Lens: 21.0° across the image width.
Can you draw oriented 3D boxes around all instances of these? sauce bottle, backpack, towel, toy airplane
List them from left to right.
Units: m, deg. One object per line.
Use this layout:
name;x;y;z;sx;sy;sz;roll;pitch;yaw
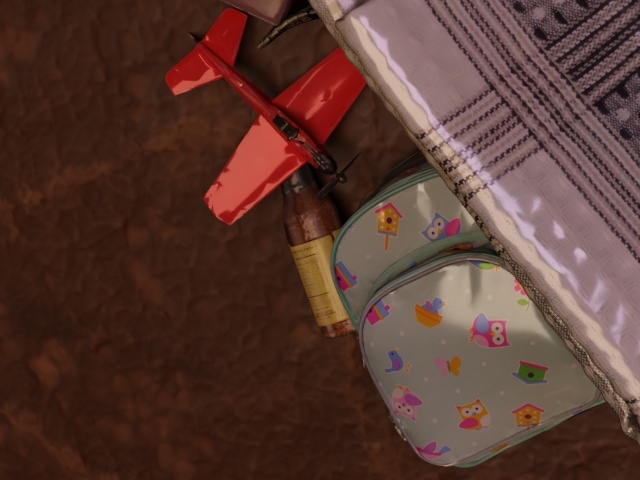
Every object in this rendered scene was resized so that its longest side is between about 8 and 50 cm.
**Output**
toy airplane;-0.036;-0.089;1.114;0.151;0.028;0.151;-1;84;13
sauce bottle;0.000;0.000;1.140;0.042;0.042;0.128;-17;92;21
backpack;0.096;0.034;1.070;0.166;0.144;0.188;-28;94;28
towel;0.184;-0.108;0.911;0.312;0.056;0.324;-37;89;-19

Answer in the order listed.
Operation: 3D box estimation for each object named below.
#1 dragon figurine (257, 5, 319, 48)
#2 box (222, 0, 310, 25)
dragon figurine;0.101;-0.103;1.013;0.289;0.144;0.085;16;110;4
box;-0.039;-0.245;0.986;0.167;0.203;0.168;26;113;7
